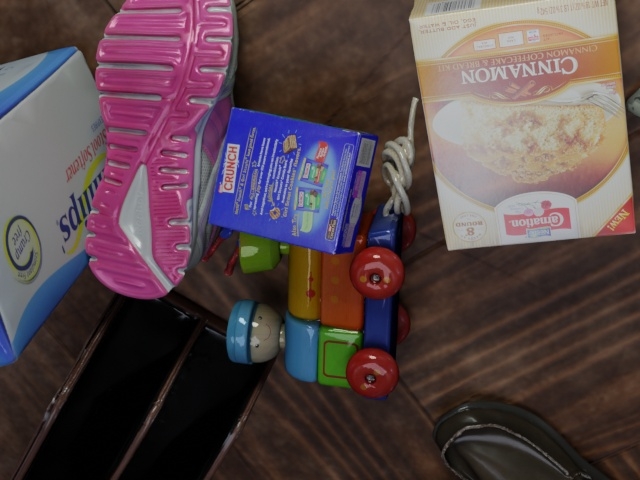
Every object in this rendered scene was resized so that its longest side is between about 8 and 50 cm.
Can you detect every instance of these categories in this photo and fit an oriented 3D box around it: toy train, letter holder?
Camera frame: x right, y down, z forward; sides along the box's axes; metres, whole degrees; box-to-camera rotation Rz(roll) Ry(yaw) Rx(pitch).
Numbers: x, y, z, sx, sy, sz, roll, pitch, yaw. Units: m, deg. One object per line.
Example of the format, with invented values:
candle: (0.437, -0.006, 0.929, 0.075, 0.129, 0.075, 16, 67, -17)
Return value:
toy train: (0.000, 0.000, 0.938, 0.143, 0.105, 0.248, 5, 115, 8)
letter holder: (-0.191, 0.218, 1.030, 0.152, 0.214, 0.302, 30, 119, -5)

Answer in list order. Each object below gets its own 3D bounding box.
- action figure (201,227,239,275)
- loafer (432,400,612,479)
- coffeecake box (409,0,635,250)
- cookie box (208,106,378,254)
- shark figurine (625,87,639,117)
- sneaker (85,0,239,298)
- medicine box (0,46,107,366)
action figure: (-0.058, -0.021, 0.987, 0.038, 0.030, 0.115, 33, 116, -3)
loafer: (0.194, 0.216, 1.026, 0.220, 0.078, 0.080, 31, 119, -5)
coffeecake box: (0.151, -0.094, 0.881, 0.142, 0.068, 0.186, -6, 116, 14)
cookie box: (-0.021, -0.045, 0.884, 0.107, 0.040, 0.092, 14, 95, 23)
shark figurine: (0.374, -0.064, 0.838, 0.278, 0.116, 0.166, 39, 152, 0)
sneaker: (-0.116, -0.085, 0.926, 0.103, 0.111, 0.252, 14, 97, 10)
medicine box: (-0.326, -0.011, 0.911, 0.289, 0.263, 0.149, -12, 114, 17)
